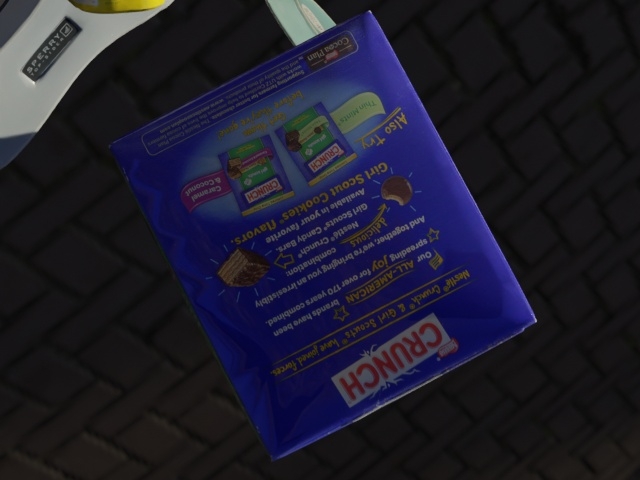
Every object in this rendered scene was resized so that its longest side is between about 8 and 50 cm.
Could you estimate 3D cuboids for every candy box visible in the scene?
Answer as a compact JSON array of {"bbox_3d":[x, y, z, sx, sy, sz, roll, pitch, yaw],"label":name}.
[{"bbox_3d":[0.000,0.000,1.619,0.268,0.317,0.122,-27,174,-3],"label":"candy box"}]

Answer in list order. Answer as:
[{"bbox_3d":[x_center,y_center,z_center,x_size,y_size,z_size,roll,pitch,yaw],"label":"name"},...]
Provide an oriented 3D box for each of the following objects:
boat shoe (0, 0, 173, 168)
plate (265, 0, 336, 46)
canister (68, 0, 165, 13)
[{"bbox_3d":[-0.258,-0.229,1.694,0.367,0.156,0.136,-51,138,-4],"label":"boat shoe"},{"bbox_3d":[0.006,-0.202,1.860,0.024,0.188,0.188,-37,148,15],"label":"plate"},{"bbox_3d":[-0.149,-0.252,1.243,0.073,0.126,0.169,-7,112,-17],"label":"canister"}]
